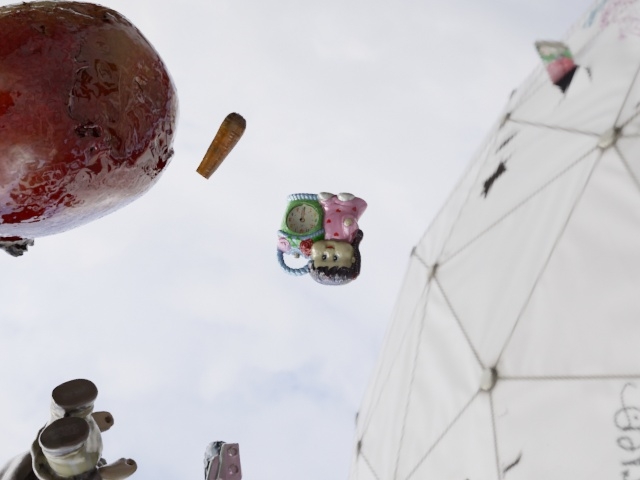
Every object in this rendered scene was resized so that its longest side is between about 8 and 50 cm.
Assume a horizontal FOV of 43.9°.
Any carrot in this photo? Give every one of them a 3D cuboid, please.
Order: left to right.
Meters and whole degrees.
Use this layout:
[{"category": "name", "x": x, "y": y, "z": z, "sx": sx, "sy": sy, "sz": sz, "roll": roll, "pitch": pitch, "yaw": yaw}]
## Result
[{"category": "carrot", "x": -0.125, "y": -0.121, "z": 1.007, "sx": 0.032, "sy": 0.093, "sz": 0.032, "roll": 33, "pitch": -179, "yaw": -1}]

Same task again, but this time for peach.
[{"category": "peach", "x": -0.412, "y": -0.173, "z": 1.136, "sx": 0.417, "sy": 0.353, "sz": 0.339, "roll": -33, "pitch": -86, "yaw": -35}]

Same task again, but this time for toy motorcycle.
[{"category": "toy motorcycle", "x": -0.131, "y": 0.448, "z": 1.297, "sx": 0.108, "sy": 0.204, "sz": 0.239, "roll": -12, "pitch": -98, "yaw": -39}]

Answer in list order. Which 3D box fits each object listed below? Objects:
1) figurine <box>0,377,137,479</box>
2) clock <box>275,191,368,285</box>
[{"category": "figurine", "x": -0.407, "y": 0.388, "z": 1.231, "sx": 0.203, "sy": 0.380, "sz": 0.248, "roll": -5, "pitch": -138, "yaw": -36}, {"category": "clock", "x": 0.000, "y": 0.000, "z": 1.709, "sx": 0.194, "sy": 0.100, "sz": 0.195, "roll": 0, "pitch": -110, "yaw": 15}]
